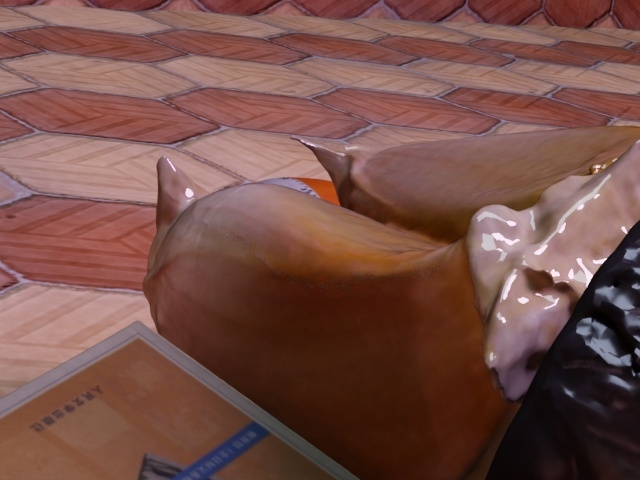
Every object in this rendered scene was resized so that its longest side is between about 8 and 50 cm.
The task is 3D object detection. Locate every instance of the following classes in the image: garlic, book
[{"bbox_3d":[0.064,0.026,0.780,0.249,0.286,0.313,38,-23,-29],"label":"garlic"},{"bbox_3d":[-0.047,0.133,0.640,0.241,0.018,0.170,33,34,19],"label":"book"}]

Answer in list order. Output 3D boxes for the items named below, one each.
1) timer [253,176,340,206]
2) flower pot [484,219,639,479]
[{"bbox_3d":[0.000,0.000,1.153,0.136,0.099,0.136,20,18,-7],"label":"timer"},{"bbox_3d":[0.214,0.136,0.539,0.267,0.266,0.266,27,22,21],"label":"flower pot"}]
